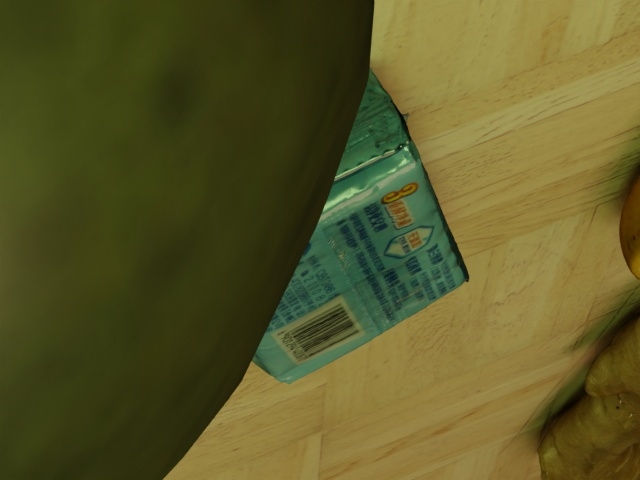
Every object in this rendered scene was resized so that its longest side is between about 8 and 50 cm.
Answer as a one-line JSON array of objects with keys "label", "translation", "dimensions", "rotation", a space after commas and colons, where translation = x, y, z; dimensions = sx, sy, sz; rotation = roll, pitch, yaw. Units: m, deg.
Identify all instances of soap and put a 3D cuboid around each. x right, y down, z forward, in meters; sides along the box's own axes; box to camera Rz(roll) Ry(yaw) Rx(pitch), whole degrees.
[{"label": "soap", "translation": [0.000, 0.000, 1.115], "dimensions": [0.156, 0.077, 0.293], "rotation": [-27, 158, 0]}]

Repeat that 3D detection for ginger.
[{"label": "ginger", "translation": [0.308, 0.141, 1.716], "dimensions": [0.363, 0.122, 0.348], "rotation": [-32, 155, 27]}]

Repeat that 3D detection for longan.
[{"label": "longan", "translation": [-0.169, -0.054, 0.494], "dimensions": [0.404, 0.336, 0.404], "rotation": [-26, 160, -10]}]

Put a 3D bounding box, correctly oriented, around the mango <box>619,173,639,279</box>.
[{"label": "mango", "translation": [0.283, -0.034, 1.318], "dimensions": [0.141, 0.102, 0.217], "rotation": [-4, 155, 7]}]
